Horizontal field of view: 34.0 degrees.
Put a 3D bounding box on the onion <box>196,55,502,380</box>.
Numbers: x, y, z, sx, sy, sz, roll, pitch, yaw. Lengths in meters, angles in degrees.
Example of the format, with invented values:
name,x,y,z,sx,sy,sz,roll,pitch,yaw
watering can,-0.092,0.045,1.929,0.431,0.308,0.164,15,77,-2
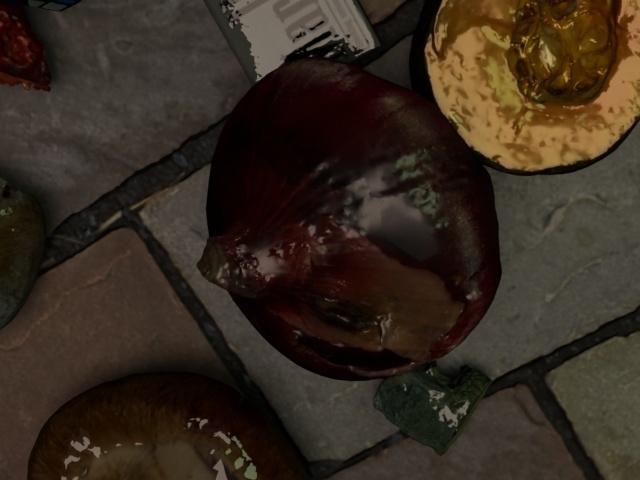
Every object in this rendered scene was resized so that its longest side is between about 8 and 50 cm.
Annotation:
name,x,y,z,sx,sy,sz,roll,pitch,yaw
onion,0.000,0.000,0.814,0.272,0.195,0.272,29,135,33

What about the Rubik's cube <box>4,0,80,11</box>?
name,x,y,z,sx,sy,sz,roll,pitch,yaw
Rubik's cube,-0.227,-0.254,0.859,0.133,0.133,0.112,-39,124,16

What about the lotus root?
name,x,y,z,sx,sy,sz,roll,pitch,yaw
lotus root,-0.320,0.027,0.967,0.113,0.088,0.192,21,108,-5

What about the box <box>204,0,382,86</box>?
name,x,y,z,sx,sy,sz,roll,pitch,yaw
box,-0.039,-0.213,0.883,0.115,0.036,0.177,-27,100,15

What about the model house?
name,x,y,z,sx,sy,sz,roll,pitch,yaw
model house,0.100,0.140,0.955,0.083,0.066,0.079,33,120,17

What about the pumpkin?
name,x,y,z,sx,sy,sz,roll,pitch,yaw
pumpkin,0.156,-0.214,0.800,0.222,0.139,0.317,11,108,3

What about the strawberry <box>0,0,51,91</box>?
name,x,y,z,sx,sy,sz,roll,pitch,yaw
strawberry,-0.331,-0.207,0.874,0.228,0.174,0.098,17,76,-4

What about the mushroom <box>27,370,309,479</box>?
name,x,y,z,sx,sy,sz,roll,pitch,yaw
mushroom,-0.134,0.248,0.950,0.267,0.254,0.267,-2,98,-17
